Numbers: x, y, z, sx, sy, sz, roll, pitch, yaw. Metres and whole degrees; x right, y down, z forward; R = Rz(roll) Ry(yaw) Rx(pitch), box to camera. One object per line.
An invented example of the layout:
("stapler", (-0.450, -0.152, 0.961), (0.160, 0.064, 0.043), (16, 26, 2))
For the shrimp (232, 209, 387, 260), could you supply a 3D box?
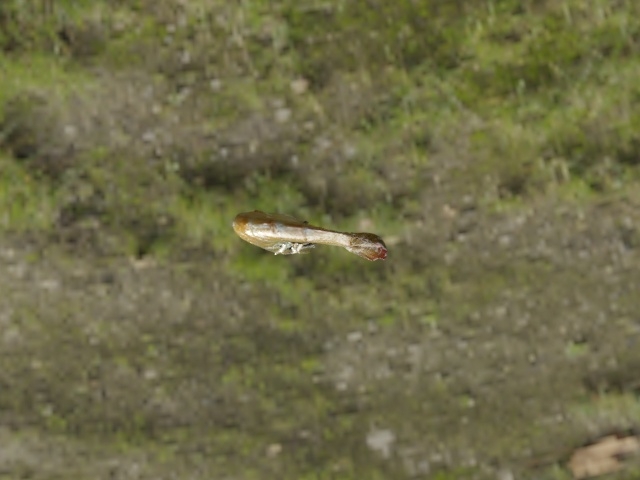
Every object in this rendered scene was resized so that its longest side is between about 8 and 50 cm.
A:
("shrimp", (0.000, 0.000, 0.950), (0.083, 0.023, 0.114), (9, 177, 16))
